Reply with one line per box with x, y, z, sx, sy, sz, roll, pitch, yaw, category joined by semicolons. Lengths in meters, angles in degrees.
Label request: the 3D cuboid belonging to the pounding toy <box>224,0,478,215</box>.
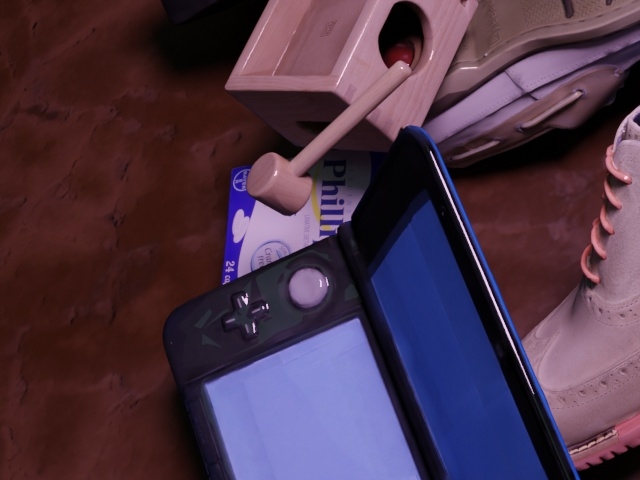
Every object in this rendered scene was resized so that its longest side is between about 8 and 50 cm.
0.025;-0.099;0.805;0.181;0.094;0.206;9;69;50;pounding toy

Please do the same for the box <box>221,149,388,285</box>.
0.000;0.000;0.909;0.137;0.072;0.126;-9;60;20;box

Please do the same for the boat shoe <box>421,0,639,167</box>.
0.174;-0.145;0.853;0.302;0.103;0.113;-22;47;32;boat shoe

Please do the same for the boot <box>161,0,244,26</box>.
0.110;-0.310;0.964;0.445;0.367;0.146;-14;96;46;boot

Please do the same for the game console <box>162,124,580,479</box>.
0.019;0.120;0.724;0.250;0.173;0.293;-25;71;11;game console

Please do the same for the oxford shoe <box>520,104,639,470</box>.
0.208;-0.008;0.707;0.397;0.146;0.140;-49;19;21;oxford shoe
